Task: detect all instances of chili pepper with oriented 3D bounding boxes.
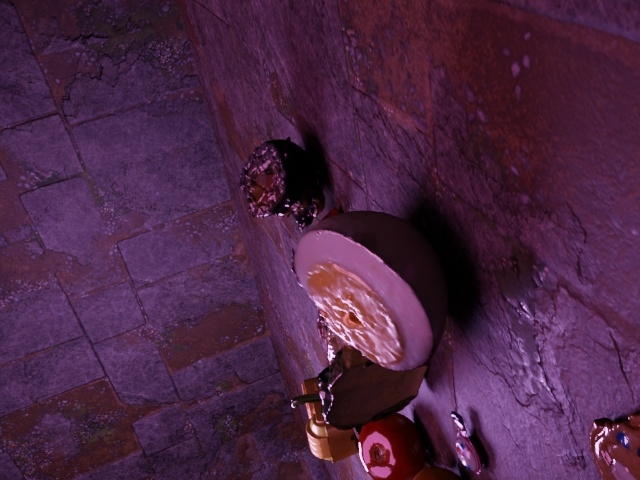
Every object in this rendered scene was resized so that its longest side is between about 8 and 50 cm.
[{"bbox_3d":[0.040,0.498,2.079,0.165,0.261,0.173,-121,21,-55],"label":"chili pepper"}]

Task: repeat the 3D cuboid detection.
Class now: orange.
[{"bbox_3d":[0.282,0.608,1.539,0.159,0.136,0.159,169,90,-86],"label":"orange"}]

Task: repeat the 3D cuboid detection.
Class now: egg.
[{"bbox_3d":[0.122,0.065,1.235,0.337,0.201,0.337,32,145,26],"label":"egg"}]

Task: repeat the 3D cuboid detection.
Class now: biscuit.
[{"bbox_3d":[0.401,0.276,0.790,0.183,0.047,0.319,54,159,40],"label":"biscuit"}]

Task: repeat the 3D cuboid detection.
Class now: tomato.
[{"bbox_3d":[0.193,0.556,1.751,0.195,0.136,0.195,-6,81,40],"label":"tomato"}]

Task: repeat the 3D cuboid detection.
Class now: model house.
[{"bbox_3d":[0.085,0.250,1.545,0.321,0.261,0.266,93,156,-48],"label":"model house"}]

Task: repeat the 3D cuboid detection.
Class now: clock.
[{"bbox_3d":[0.024,0.680,2.582,0.317,0.200,0.244,-114,15,-53],"label":"clock"}]

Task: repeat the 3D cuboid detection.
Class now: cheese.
[{"bbox_3d":[0.308,0.428,1.385,0.095,0.038,0.145,-165,55,-74],"label":"cheese"}]

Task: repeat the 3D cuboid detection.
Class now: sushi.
[{"bbox_3d":[-0.083,-0.154,1.787,0.225,0.219,0.238,-22,56,43],"label":"sushi"}]

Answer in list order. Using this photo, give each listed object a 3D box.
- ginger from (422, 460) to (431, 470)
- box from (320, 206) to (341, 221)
[{"bbox_3d":[0.272,0.670,1.804,0.193,0.115,0.122,44,173,46],"label":"ginger"},{"bbox_3d":[0.000,0.000,1.792,0.050,0.123,0.229,44,162,7],"label":"box"}]
